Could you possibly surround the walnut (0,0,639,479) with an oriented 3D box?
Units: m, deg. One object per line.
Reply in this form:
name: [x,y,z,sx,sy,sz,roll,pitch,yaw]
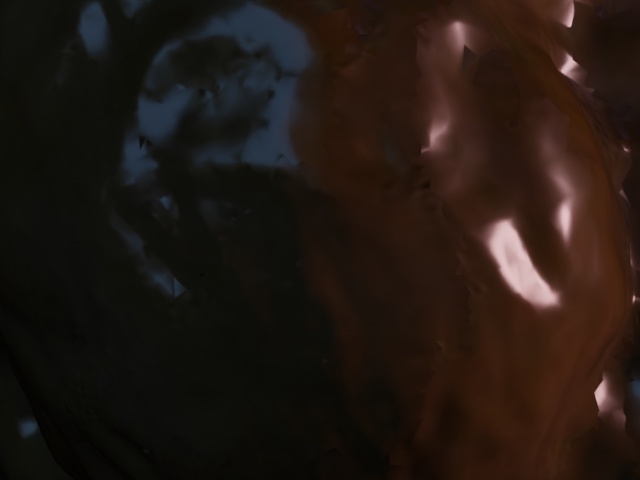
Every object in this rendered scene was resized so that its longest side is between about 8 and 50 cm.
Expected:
walnut: [-0.008,-0.013,0.771,0.384,0.383,0.383,-12,50,15]
